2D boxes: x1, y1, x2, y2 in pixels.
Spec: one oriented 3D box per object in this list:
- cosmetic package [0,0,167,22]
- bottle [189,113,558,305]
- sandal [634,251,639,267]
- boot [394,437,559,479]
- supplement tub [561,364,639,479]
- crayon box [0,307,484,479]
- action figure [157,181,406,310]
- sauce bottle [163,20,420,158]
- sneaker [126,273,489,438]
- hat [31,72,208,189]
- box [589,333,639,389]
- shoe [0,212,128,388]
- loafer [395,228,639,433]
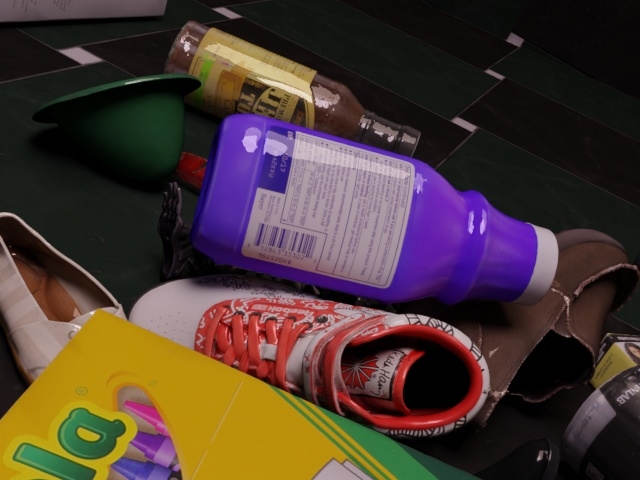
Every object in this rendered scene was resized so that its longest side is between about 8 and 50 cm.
[{"bbox_3d":[-0.402,-0.433,1.214,0.196,0.155,0.365,29,29,18],"label":"cosmetic package"},{"bbox_3d":[0.046,-0.011,0.638,0.282,0.118,0.092,13,-4,-13],"label":"bottle"},{"bbox_3d":[0.541,0.091,1.115,0.097,0.055,0.254,11,19,-36],"label":"sandal"},{"bbox_3d":[0.091,0.165,0.557,0.099,0.121,0.045,28,26,-3],"label":"boot"},{"bbox_3d":[0.297,0.200,0.649,0.117,0.117,0.190,0,36,-38],"label":"supplement tub"},{"bbox_3d":[-0.047,0.218,0.355,0.313,0.106,0.363,24,30,1],"label":"crayon box"},{"bbox_3d":[0.000,0.000,0.760,0.275,0.141,0.164,-1,33,-34],"label":"action figure"},{"bbox_3d":[-0.036,-0.181,1.085,0.344,0.111,0.111,22,27,1],"label":"sauce bottle"},{"bbox_3d":[-0.016,0.074,0.571,0.270,0.090,0.145,12,-7,1],"label":"sneaker"},{"bbox_3d":[-0.184,-0.068,0.866,0.208,0.184,0.173,-12,4,28],"label":"hat"},{"bbox_3d":[0.360,0.186,0.785,0.087,0.058,0.232,8,31,-28],"label":"box"},{"bbox_3d":[-0.190,0.058,0.595,0.219,0.058,0.076,40,32,29],"label":"shoe"},{"bbox_3d":[0.204,0.095,0.775,0.365,0.134,0.130,-18,51,-39],"label":"loafer"}]
